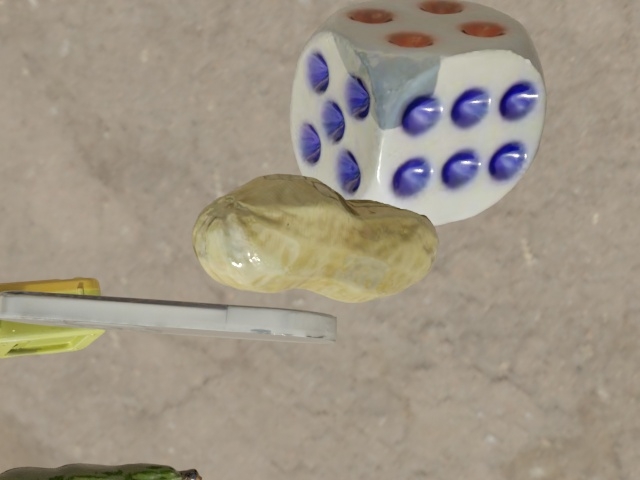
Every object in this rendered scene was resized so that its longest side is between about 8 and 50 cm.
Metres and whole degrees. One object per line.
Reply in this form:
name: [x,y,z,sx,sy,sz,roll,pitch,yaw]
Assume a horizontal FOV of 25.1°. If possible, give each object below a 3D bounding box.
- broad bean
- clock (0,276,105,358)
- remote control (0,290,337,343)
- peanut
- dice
broad bean: [-0.266,0.263,1.558,0.060,0.297,0.043,13,98,50]
clock: [-0.432,0.115,2.132,0.143,0.202,0.096,-30,68,59]
remote control: [-0.109,0.054,1.001,0.245,0.077,0.022,3,84,12]
peanut: [0.000,0.000,1.512,0.130,0.290,0.130,-16,70,51]
dice: [0.124,-0.175,1.899,0.251,0.259,0.243,42,133,52]
